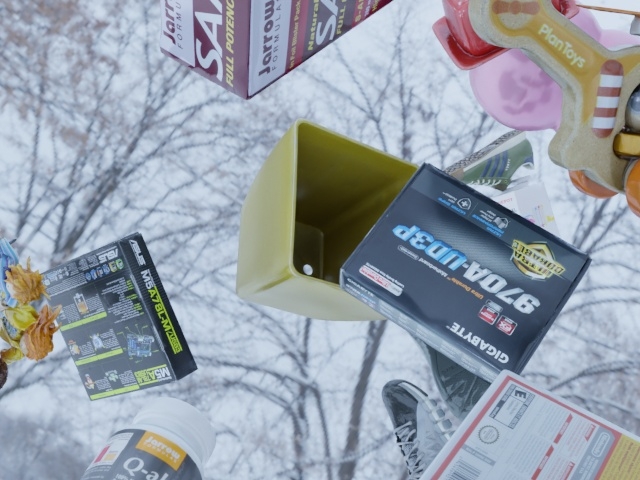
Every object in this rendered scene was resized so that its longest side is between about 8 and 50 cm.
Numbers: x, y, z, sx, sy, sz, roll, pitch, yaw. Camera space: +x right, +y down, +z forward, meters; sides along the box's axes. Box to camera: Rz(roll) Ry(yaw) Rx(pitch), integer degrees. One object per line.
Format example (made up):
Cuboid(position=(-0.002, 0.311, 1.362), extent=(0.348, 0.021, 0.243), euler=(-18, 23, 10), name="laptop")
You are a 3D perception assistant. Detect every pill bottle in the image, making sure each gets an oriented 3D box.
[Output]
Cuboid(position=(-0.266, 0.368, 1.291), extent=(0.162, 0.278, 0.162), euler=(11, -53, 15), name="pill bottle")

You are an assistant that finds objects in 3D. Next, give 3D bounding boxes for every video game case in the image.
Cuboid(position=(0.229, 0.225, 0.699), extent=(0.285, 0.204, 0.025), euler=(26, -52, 23), name="video game case")

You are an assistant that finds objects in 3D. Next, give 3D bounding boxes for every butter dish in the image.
Cuboid(position=(0.206, -0.305, 1.080), extent=(0.160, 0.160, 0.118), euler=(-26, -55, 9), name="butter dish")

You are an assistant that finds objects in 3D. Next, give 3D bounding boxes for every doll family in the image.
Cuboid(position=(-0.369, 0.053, 1.029), extent=(0.163, 0.118, 0.263), euler=(31, -47, 42), name="doll family")

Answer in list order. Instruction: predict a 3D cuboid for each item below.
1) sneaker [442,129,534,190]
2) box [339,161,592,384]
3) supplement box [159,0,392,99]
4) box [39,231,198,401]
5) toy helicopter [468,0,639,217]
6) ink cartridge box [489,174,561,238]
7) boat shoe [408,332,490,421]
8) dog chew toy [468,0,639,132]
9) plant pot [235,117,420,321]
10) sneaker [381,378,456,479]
Cuboid(position=(0.304, -0.121, 1.587), extent=(0.086, 0.192, 0.064), euler=(63, -15, -14), name="sneaker")
Cuboid(position=(0.158, 0.036, 0.985), extent=(0.220, 0.175, 0.051), euler=(33, -23, 16), name="box")
Cuboid(position=(0.011, -0.198, 0.522), extent=(0.073, 0.239, 0.130), euler=(32, -38, 22), name="supplement box")
Cuboid(position=(-0.258, 0.100, 1.116), extent=(0.190, 0.045, 0.184), euler=(-20, -84, 41), name="box")
Cuboid(position=(0.309, -0.192, 0.971), extent=(0.355, 0.235, 0.140), euler=(30, 6, -27), name="toy helicopter")
Cuboid(position=(0.353, -0.037, 1.591), extent=(0.092, 0.090, 0.143), euler=(-18, -91, 51), name="ink cartridge box")
Cuboid(position=(0.192, 0.133, 1.332), extent=(0.320, 0.118, 0.103), euler=(67, 9, 30), name="boat shoe")
Cuboid(position=(0.391, -0.229, 1.307), extent=(0.332, 0.207, 0.206), euler=(24, -24, 2), name="dog chew toy")
Cuboid(position=(0.000, 0.000, 1.174), extent=(0.212, 0.212, 0.187), euler=(18, -29, -31), name="plant pot")
Cuboid(position=(0.134, 0.311, 1.257), extent=(0.229, 0.132, 0.086), euler=(51, -32, 18), name="sneaker")
